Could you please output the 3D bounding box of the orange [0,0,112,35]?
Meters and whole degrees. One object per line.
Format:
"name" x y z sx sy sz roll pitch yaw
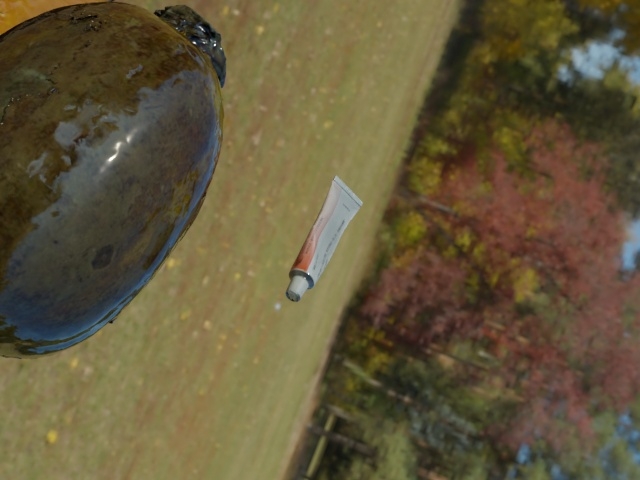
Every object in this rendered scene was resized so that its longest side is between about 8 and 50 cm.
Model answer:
"orange" -0.241 -0.207 0.751 0.310 0.274 0.274 -62 172 -52

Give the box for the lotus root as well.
"lotus root" -0.116 -0.023 0.466 0.209 0.120 0.120 -54 170 -26

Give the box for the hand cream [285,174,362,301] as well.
"hand cream" 0.001 -0.001 1.555 0.216 0.038 0.052 -62 146 -40
